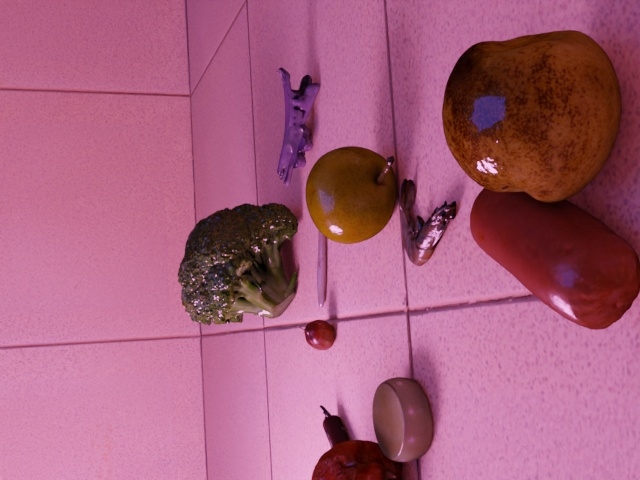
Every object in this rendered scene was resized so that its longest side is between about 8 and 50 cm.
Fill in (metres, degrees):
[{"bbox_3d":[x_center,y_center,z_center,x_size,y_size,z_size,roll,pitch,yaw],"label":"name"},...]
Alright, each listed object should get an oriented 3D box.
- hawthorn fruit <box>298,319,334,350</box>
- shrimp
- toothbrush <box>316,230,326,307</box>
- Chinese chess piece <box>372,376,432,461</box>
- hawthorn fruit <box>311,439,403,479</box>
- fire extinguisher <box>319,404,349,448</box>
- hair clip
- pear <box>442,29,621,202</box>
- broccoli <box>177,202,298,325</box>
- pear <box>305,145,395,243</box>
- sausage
[{"bbox_3d":[-0.016,0.204,1.813,0.066,0.103,0.067,-21,62,46],"label":"hawthorn fruit"},{"bbox_3d":[0.169,-0.051,1.368,0.195,0.035,0.148,117,149,-57],"label":"shrimp"},{"bbox_3d":[0.000,0.000,1.863,0.025,0.029,0.307,15,106,63],"label":"toothbrush"},{"bbox_3d":[0.141,0.309,1.430,0.144,0.058,0.144,177,90,-70],"label":"Chinese chess piece"},{"bbox_3d":[0.075,0.442,1.504,0.179,0.173,0.173,-53,33,17],"label":"hawthorn fruit"},{"bbox_3d":[0.038,0.422,1.761,0.064,0.043,0.158,49,-171,-37],"label":"fire extinguisher"},{"bbox_3d":[-0.053,-0.264,1.935,0.137,0.090,0.279,-128,35,-59],"label":"hair clip"},{"bbox_3d":[0.236,-0.135,0.927,0.197,0.197,0.197,179,90,-71],"label":"pear"},{"bbox_3d":[-0.208,0.065,2.095,0.413,0.321,0.310,-55,46,34],"label":"broccoli"},{"bbox_3d":[0.071,-0.088,1.484,0.216,0.166,0.180,-23,55,48],"label":"pear"},{"bbox_3d":[0.270,0.009,0.959,0.259,0.113,0.114,-129,41,-61],"label":"sausage"}]
